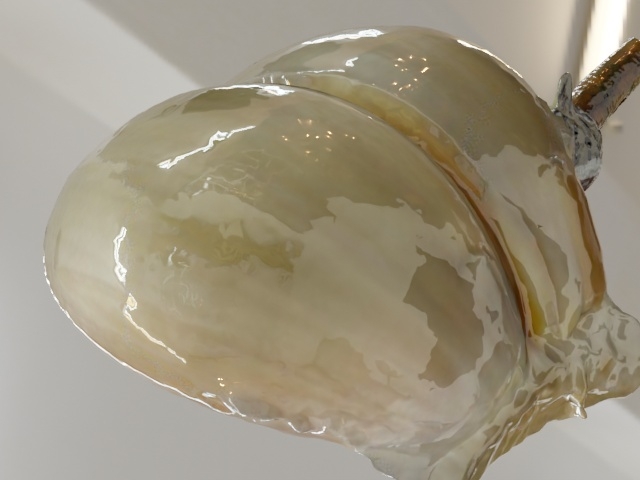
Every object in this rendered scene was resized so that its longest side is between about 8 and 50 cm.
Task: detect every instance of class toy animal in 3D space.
[{"bbox_3d":[0.267,-0.106,1.528,0.098,0.098,0.137,-42,-23,-45],"label":"toy animal"}]

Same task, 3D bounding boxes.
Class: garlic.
[{"bbox_3d":[0.000,0.000,0.753,0.286,0.313,0.249,-39,-41,-24],"label":"garlic"}]

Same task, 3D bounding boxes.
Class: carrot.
[{"bbox_3d":[0.343,-0.167,1.792,0.260,0.070,0.070,-44,-53,-28],"label":"carrot"}]
